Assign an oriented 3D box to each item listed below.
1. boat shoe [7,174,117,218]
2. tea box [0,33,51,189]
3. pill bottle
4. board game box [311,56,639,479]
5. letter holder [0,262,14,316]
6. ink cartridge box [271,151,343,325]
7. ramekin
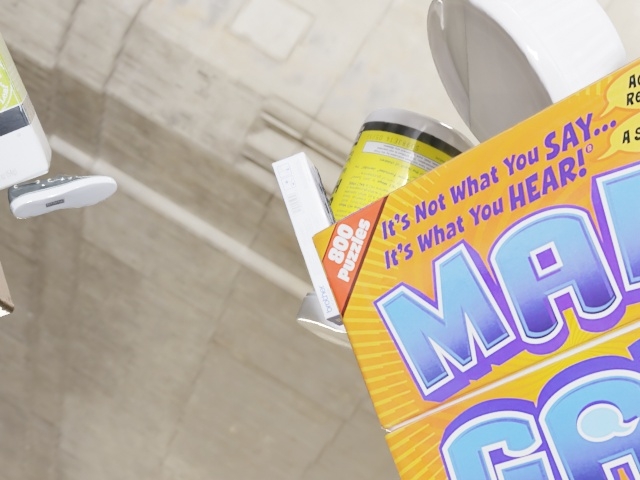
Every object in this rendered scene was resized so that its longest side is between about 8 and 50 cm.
[{"bbox_3d":[-0.338,-0.067,1.611,0.142,0.040,0.049,-14,149,-22],"label":"boat shoe"},{"bbox_3d":[-0.643,-0.209,1.968,0.329,0.323,0.220,-23,-166,-6],"label":"tea box"},{"bbox_3d":[0.092,-0.009,1.795,0.188,0.188,0.333,112,1,-77],"label":"pill bottle"},{"bbox_3d":[0.279,0.087,1.057,0.356,0.356,0.357,-28,165,29],"label":"board game box"},{"bbox_3d":[-0.437,-0.029,1.221,0.152,0.214,0.302,-17,168,-3],"label":"letter holder"},{"bbox_3d":[0.000,0.000,1.542,0.046,0.207,0.097,-20,168,6],"label":"ink cartridge box"},{"bbox_3d":[0.258,-0.211,1.496,0.127,0.272,0.273,-34,172,-14],"label":"ramekin"}]
